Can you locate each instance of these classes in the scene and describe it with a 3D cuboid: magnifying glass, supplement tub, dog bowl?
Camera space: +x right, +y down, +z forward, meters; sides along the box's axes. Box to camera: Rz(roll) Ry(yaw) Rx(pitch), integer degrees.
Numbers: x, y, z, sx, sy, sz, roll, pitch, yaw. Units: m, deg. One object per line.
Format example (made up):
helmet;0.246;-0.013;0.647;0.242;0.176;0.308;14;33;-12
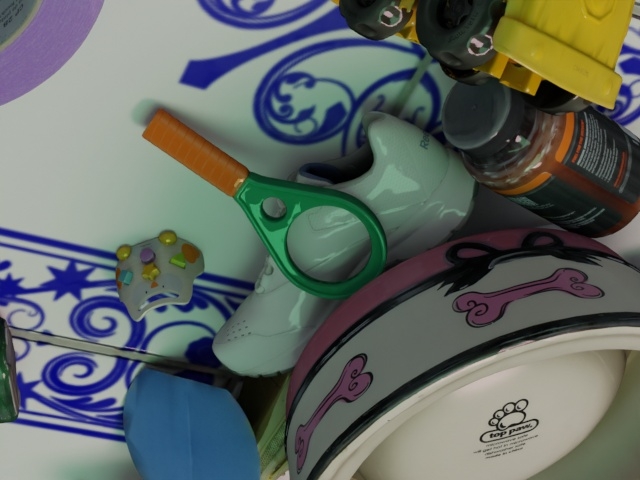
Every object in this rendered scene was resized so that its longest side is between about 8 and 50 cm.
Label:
magnifying glass;-0.046;-0.033;1.281;0.231;0.026;0.092;34;113;-8
supplement tub;0.188;-0.077;1.292;0.106;0.106;0.198;-42;139;23
dog bowl;0.149;0.155;1.352;0.407;0.150;0.408;-13;140;-11

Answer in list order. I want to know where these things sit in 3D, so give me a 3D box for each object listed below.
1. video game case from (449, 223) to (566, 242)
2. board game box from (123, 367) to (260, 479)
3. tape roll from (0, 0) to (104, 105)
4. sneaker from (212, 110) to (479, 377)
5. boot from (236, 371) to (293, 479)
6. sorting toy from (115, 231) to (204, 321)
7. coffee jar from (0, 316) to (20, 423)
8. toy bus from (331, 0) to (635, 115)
video game case;0.133;0.056;1.416;0.190;0.022;0.173;-9;143;-48
board game box;-0.116;0.188;1.474;0.033;0.168;0.133;-26;119;-51
tape roll;-0.287;-0.217;1.074;0.274;0.090;0.275;-7;132;-8
sneaker;0.000;0.000;1.354;0.129;0.111;0.297;37;109;-24
boot;0.005;0.197;1.530;0.203;0.095;0.262;11;125;-25
sorting toy;-0.144;0.037;1.352;0.083;0.075;0.045;-20;134;3
coffee jar;-0.366;0.127;1.376;0.184;0.079;0.096;-7;133;-7
toy bus;0.137;-0.219;1.137;0.149;0.220;0.212;16;96;-42
